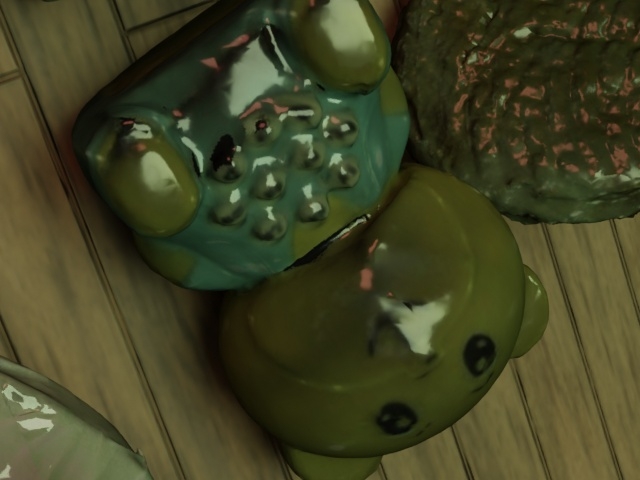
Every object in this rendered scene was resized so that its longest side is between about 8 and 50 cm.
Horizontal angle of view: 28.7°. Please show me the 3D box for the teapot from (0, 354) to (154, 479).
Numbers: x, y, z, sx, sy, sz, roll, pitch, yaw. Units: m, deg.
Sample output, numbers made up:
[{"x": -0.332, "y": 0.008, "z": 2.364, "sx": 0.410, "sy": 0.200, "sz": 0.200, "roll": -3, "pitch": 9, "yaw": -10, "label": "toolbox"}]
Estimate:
[{"x": -0.178, "y": 0.156, "z": 0.558, "sx": 0.163, "sy": 0.221, "sz": 0.178, "roll": 24, "pitch": 63, "yaw": 5, "label": "teapot"}]

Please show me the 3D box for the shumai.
[{"x": 0.179, "y": -0.091, "z": 0.802, "sx": 0.272, "sy": 0.204, "sz": 0.222, "roll": -17, "pitch": 63, "yaw": -1, "label": "shumai"}]

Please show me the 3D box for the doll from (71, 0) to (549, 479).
[{"x": 0.000, "y": 0.000, "z": 0.664, "sx": 0.177, "sy": 0.161, "sz": 0.261, "roll": -39, "pitch": 110, "yaw": -6, "label": "doll"}]
